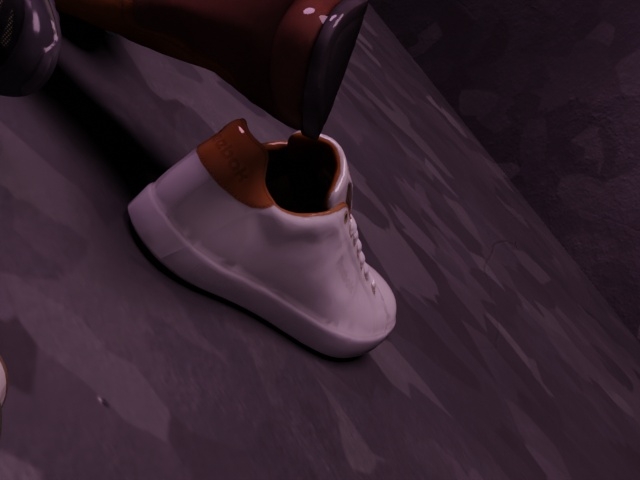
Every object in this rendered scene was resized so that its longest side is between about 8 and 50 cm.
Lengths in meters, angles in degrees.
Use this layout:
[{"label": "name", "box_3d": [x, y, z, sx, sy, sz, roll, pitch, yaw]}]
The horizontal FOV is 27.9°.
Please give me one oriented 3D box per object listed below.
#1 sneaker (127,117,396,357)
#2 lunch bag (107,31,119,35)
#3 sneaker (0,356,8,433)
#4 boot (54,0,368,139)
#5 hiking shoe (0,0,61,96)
[{"label": "sneaker", "box_3d": [0.000, 0.000, 0.913, 0.106, 0.123, 0.290, 54, 14, 31]}, {"label": "lunch bag", "box_3d": [-0.194, -0.291, 1.072, 0.224, 0.108, 0.279, 62, 3, -25]}, {"label": "sneaker", "box_3d": [-0.181, 0.024, 0.426, 0.192, 0.064, 0.086, 44, 9, -26]}, {"label": "boot", "box_3d": [-0.117, -0.164, 0.836, 0.280, 0.096, 0.264, 19, 13, -8]}, {"label": "hiking shoe", "box_3d": [-0.247, -0.159, 0.730, 0.227, 0.086, 0.114, 42, 21, 15]}]
